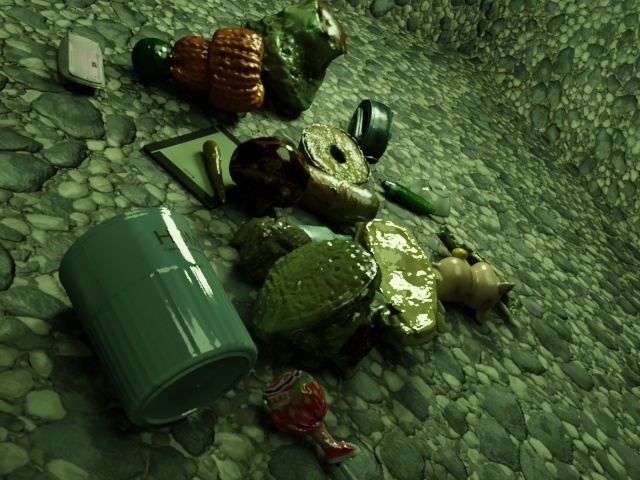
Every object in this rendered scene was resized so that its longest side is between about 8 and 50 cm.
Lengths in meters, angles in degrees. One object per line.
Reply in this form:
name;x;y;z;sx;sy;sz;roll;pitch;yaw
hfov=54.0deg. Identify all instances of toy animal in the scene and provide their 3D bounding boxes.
toy animal;0.425;0.122;1.864;0.248;0.165;0.149;20;40;-10

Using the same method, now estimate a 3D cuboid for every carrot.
carrot;0.030;-0.134;1.866;0.302;0.138;0.138;30;33;2
carrot;-0.284;-0.188;1.711;0.049;0.049;0.254;11;42;-31

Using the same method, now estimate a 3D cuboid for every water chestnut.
water chestnut;-0.137;-0.168;1.694;0.224;0.238;0.223;27;-8;4

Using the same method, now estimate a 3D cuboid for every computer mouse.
computer mouse;-0.674;-0.500;1.779;0.126;0.056;0.245;10;40;-33

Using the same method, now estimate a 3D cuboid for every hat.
hat;-0.372;-0.523;1.976;0.400;0.285;0.285;-5;42;-3

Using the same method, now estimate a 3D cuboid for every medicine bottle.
medicine bottle;0.000;0.000;1.738;0.208;0.053;0.090;4;42;-40

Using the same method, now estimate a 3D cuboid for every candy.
candy;0.025;0.415;1.217;0.365;0.124;0.124;52;36;11

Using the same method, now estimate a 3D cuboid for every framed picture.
framed picture;-0.299;-0.220;1.790;0.265;0.016;0.347;41;33;9

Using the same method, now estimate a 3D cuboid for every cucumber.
cucumber;0.297;-0.150;2.190;0.250;0.056;0.056;27;34;-13

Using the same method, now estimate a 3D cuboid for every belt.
belt;0.167;-0.380;2.225;0.116;0.206;0.267;18;43;-19

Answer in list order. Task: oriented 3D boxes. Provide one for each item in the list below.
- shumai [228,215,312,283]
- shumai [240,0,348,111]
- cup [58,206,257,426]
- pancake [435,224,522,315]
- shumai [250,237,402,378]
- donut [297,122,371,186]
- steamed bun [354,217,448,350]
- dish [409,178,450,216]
shumai;-0.131;0.000;1.540;0.175;0.166;0.206;46;8;33
shumai;-0.070;-0.687;2.227;0.324;0.323;0.397;28;31;-57
cup;-0.288;0.158;1.159;0.257;0.331;0.311;-27;63;-16
pancake;0.504;0.093;1.999;0.376;0.054;0.197;46;-4;22
shumai;0.021;0.189;1.423;0.330;0.288;0.292;-36;40;-27
donut;0.035;-0.255;2.054;0.272;0.107;0.272;20;41;-18
steamed bun;0.231;0.132;1.695;0.247;0.189;0.428;-6;46;-14
dish;0.416;-0.174;2.310;0.191;0.066;0.190;23;35;-17
